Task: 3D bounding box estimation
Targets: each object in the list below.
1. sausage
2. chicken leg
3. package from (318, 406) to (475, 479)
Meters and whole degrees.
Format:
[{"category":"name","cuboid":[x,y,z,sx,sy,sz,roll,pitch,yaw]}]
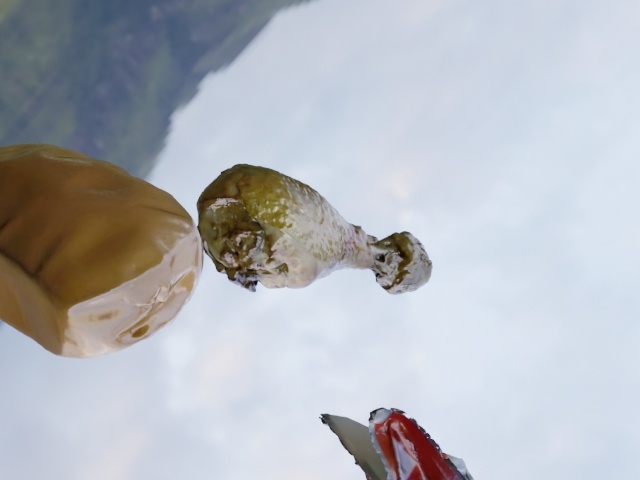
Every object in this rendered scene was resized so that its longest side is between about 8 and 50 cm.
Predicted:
[{"category":"sausage","cuboid":[-0.190,0.003,1.260,0.241,0.120,0.136,23,-133,39]},{"category":"chicken leg","cuboid":[0.002,0.000,1.461,0.087,0.251,0.107,-32,-122,37]},{"category":"package","cuboid":[0.100,0.224,1.226,0.071,0.269,0.194,-35,-173,-13]}]
